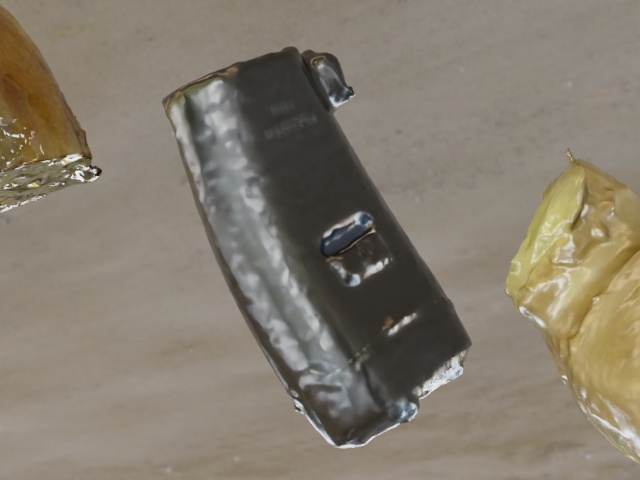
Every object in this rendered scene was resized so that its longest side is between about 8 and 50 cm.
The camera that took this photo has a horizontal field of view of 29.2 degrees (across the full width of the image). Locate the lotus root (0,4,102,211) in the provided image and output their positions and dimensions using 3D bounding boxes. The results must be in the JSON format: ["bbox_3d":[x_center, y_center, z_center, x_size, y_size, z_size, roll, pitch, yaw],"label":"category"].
[{"bbox_3d":[-0.269,-0.088,0.781,0.188,0.180,0.199,-19,175,-42],"label":"lotus root"}]

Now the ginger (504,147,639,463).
[{"bbox_3d":[0.196,0.052,0.704,0.138,0.267,0.152,-48,130,-2],"label":"ginger"}]

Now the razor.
[{"bbox_3d":[-0.003,0.000,1.028,0.107,0.327,0.189,-26,-179,44],"label":"razor"}]
